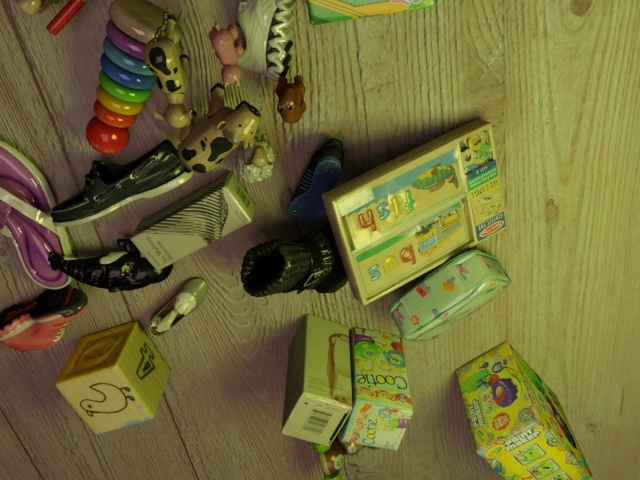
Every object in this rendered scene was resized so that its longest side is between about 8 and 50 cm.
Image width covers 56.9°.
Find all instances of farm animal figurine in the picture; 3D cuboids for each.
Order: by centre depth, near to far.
[{"bbox_3d":[-0.201,-0.240,1.151,0.331,0.172,0.326,16,142,-22],"label":"farm animal figurine"}]

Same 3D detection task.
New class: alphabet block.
[{"bbox_3d":[-0.546,0.364,1.579,0.193,0.193,0.197,-19,118,10],"label":"alphabet block"}]

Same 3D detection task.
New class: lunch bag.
[{"bbox_3d":[0.310,0.138,1.427,0.279,0.107,0.224,-40,156,24],"label":"lunch bag"}]

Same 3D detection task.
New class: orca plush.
[{"bbox_3d":[-0.505,0.075,1.425,0.287,0.102,0.151,16,117,-23],"label":"orca plush"}]

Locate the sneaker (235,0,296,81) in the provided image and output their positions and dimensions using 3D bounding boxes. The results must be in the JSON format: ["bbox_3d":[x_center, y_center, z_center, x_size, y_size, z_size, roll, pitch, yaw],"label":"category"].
[{"bbox_3d":[-0.104,-0.460,1.145,0.119,0.110,0.292,14,119,4],"label":"sneaker"}]

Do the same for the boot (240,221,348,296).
[{"bbox_3d":[0.001,0.004,1.320,0.260,0.131,0.348,7,128,-44],"label":"boot"}]

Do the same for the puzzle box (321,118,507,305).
[{"bbox_3d":[0.219,-0.060,1.289,0.409,0.052,0.272,-28,120,-15],"label":"puzzle box"}]

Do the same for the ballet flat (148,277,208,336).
[{"bbox_3d":[-0.370,0.182,1.539,0.213,0.068,0.072,-40,112,21],"label":"ballet flat"}]

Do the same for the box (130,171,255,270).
[{"bbox_3d":[-0.297,-0.044,1.391,0.275,0.094,0.113,-28,116,16],"label":"box"}]

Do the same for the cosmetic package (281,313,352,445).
[{"bbox_3d":[-0.007,0.344,1.494,0.129,0.296,0.153,19,120,-10],"label":"cosmetic package"}]

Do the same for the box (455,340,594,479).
[{"bbox_3d":[0.528,0.481,1.563,0.177,0.290,0.279,-37,114,20],"label":"box"}]

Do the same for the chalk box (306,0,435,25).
[{"bbox_3d":[0.112,-0.512,1.060,0.289,0.179,0.180,-8,120,6],"label":"chalk box"}]

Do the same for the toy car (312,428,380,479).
[{"bbox_3d":[0.081,0.603,1.741,0.189,0.149,0.154,-16,109,-2],"label":"toy car"}]

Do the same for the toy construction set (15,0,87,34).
[{"bbox_3d":[-0.526,-0.560,1.048,0.237,0.257,0.309,-42,132,9],"label":"toy construction set"}]

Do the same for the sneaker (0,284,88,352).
[{"bbox_3d":[-0.716,0.214,1.559,0.314,0.115,0.136,-19,128,20],"label":"sneaker"}]

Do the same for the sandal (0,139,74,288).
[{"bbox_3d":[-0.703,-0.050,1.393,0.170,0.102,0.416,-15,118,10],"label":"sandal"}]

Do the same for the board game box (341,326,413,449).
[{"bbox_3d":[0.137,0.373,1.518,0.142,0.275,0.144,12,120,-5],"label":"board game box"}]

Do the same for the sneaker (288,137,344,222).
[{"bbox_3d":[-0.005,-0.133,1.348,0.082,0.090,0.232,23,139,-13],"label":"sneaker"}]

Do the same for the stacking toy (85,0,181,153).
[{"bbox_3d":[-0.409,-0.317,1.220,0.141,0.141,0.330,26,121,-13],"label":"stacking toy"}]

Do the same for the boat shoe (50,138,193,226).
[{"bbox_3d":[-0.464,-0.134,1.324,0.340,0.127,0.113,-18,118,9],"label":"boat shoe"}]
